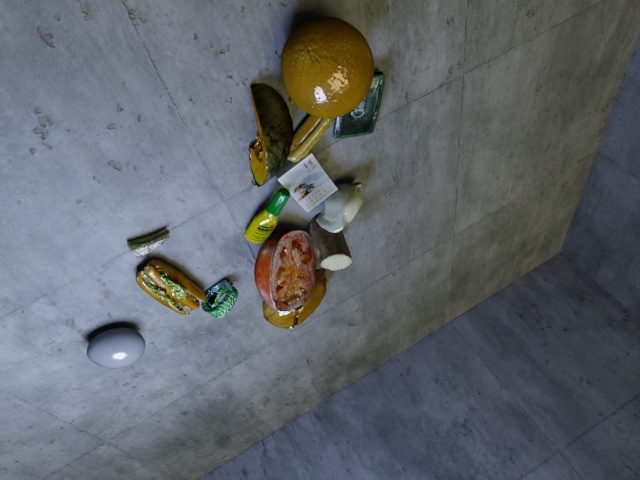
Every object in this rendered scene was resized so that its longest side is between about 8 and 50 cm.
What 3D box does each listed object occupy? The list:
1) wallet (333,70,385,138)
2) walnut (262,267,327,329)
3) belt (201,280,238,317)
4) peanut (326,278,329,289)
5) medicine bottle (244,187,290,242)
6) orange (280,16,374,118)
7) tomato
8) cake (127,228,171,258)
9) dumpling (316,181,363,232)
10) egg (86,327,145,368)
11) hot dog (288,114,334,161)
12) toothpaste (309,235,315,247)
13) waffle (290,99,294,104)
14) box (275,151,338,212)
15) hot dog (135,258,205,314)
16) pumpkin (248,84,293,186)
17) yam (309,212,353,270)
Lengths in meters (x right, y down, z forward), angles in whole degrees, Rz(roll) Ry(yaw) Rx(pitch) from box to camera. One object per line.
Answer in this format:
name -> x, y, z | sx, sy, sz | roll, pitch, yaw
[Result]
wallet -> 0.128, -0.450, 1.634 | 0.160, 0.055, 0.236 | -13, 138, -18
walnut -> -0.097, 0.237, 2.072 | 0.336, 0.209, 0.209 | -43, 143, 0
belt -> -0.394, 0.221, 1.880 | 0.151, 0.121, 0.079 | -45, 139, -9
peanut -> -0.041, 0.234, 2.204 | 0.187, 0.082, 0.082 | -36, 143, 1
medicine bottle -> -0.184, -0.087, 1.723 | 0.094, 0.064, 0.260 | 7, 138, -34
orange -> 0.020, -0.474, 1.345 | 0.274, 0.274, 0.274 | -22, 141, -19
tomato -> -0.152, 0.107, 1.879 | 0.338, 0.143, 0.339 | -15, 107, -61
cake -> -0.554, 0.009, 1.581 | 0.140, 0.051, 0.055 | -23, 148, -18
dumpling -> 0.078, -0.135, 1.840 | 0.132, 0.162, 0.250 | 52, 57, -36
egg -> -0.740, 0.391, 1.761 | 0.198, 0.146, 0.147 | 5, 127, -33
hot dog -> -0.012, -0.371, 1.573 | 0.286, 0.088, 0.061 | -43, 152, 21
toothpaste -> 0.000, 0.000, 2.023 | 0.193, 0.045, 0.071 | -10, 128, -22
waffle -> -0.019, -0.470, 1.523 | 0.153, 0.097, 0.023 | -56, 151, -31
box -> -0.052, -0.216, 1.725 | 0.149, 0.067, 0.233 | -39, 143, 3
hot dog -> -0.533, 0.175, 1.733 | 0.135, 0.100, 0.337 | -35, 144, -1
pumpkin -> -0.132, -0.303, 1.481 | 0.148, 0.169, 0.312 | -17, 139, -20
yam -> 0.034, 0.004, 1.903 | 0.128, 0.238, 0.129 | -21, 142, 2
